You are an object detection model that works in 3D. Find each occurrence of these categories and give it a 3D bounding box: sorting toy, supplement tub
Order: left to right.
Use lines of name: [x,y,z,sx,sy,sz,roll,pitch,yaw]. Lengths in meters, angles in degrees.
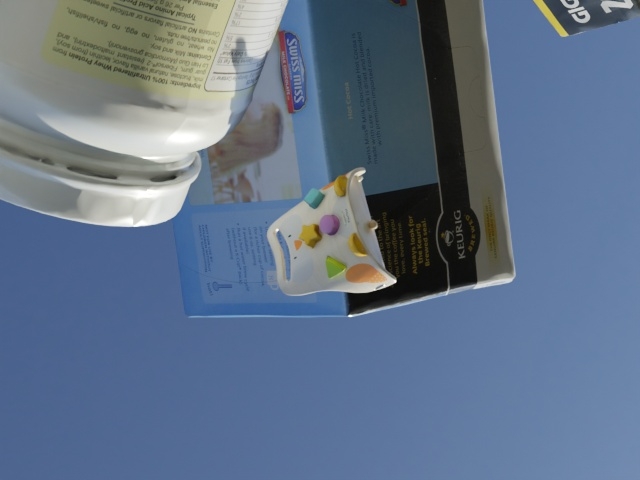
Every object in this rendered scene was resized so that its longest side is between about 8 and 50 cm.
supplement tub: [-0.126,-0.196,1.177,0.235,0.235,0.325,3,-64,-45]
sorting toy: [0.000,0.000,1.265,0.045,0.075,0.083,17,-128,-56]

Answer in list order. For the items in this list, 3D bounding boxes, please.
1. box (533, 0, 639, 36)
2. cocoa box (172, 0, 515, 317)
box: [0.154,-0.348,1.350,0.257,0.079,0.322,44,-136,-44]
cocoa box: [0.005,-0.113,1.747,0.228,0.231,0.347,-12,-84,-43]
